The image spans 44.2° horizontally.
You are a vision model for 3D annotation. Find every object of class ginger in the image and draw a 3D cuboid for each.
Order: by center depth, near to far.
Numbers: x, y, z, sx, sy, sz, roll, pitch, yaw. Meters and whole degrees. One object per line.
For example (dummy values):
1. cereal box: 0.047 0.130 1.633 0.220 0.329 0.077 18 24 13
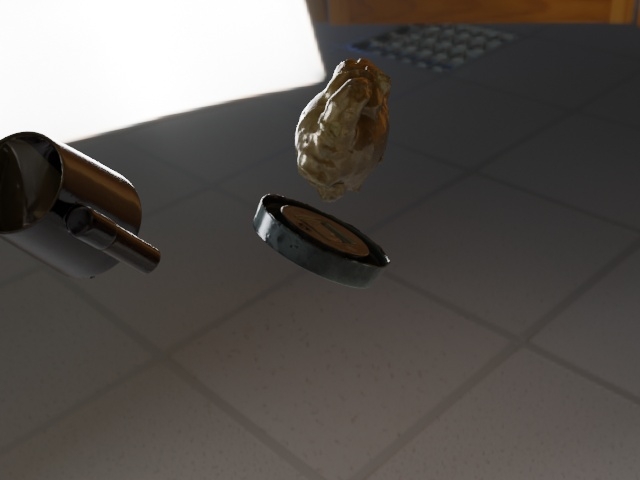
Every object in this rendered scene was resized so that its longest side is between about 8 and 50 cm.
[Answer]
1. ginger: 0.028 -0.129 0.895 0.102 0.157 0.216 15 -160 7

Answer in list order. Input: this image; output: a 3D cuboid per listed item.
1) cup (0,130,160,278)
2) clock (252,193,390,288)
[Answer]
1. cup: -0.323 -0.049 1.055 0.239 0.177 0.166 3 -107 17
2. clock: 0.000 0.000 0.460 0.085 0.017 0.085 26 -166 -7
